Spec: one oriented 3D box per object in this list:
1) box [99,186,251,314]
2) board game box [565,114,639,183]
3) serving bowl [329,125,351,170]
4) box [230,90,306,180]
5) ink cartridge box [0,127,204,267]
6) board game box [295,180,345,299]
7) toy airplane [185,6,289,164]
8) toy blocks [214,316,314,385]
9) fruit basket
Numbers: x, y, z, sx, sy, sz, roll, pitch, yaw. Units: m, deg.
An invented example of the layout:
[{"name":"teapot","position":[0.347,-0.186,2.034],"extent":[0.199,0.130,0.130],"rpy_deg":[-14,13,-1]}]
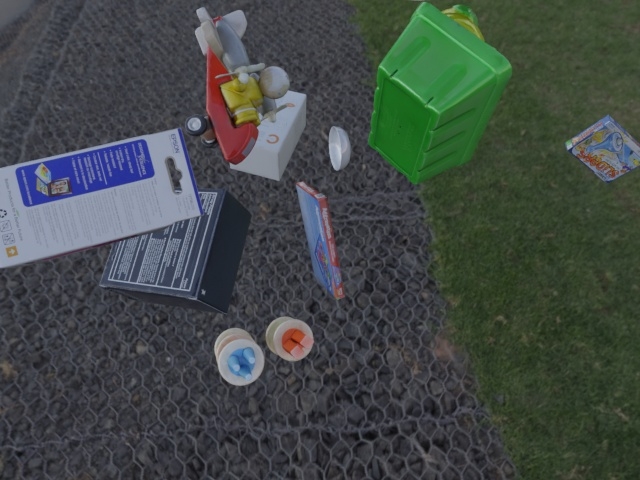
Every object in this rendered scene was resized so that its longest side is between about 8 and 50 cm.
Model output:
[{"name":"box","position":[-0.374,0.023,1.348],"extent":[0.293,0.183,0.297],"rpy_deg":[5,71,20]},{"name":"board game box","position":[0.832,-0.259,1.462],"extent":[0.201,0.136,0.035],"rpy_deg":[28,48,-22]},{"name":"serving bowl","position":[0.040,-0.177,0.965],"extent":[0.027,0.083,0.083],"rpy_deg":[-9,50,-13]},{"name":"box","position":[-0.208,-0.438,2.025],"extent":[0.214,0.168,0.346],"rpy_deg":[15,55,8]},{"name":"ink cartridge box","position":[-0.417,-0.080,0.939],"extent":[0.370,0.069,0.176],"rpy_deg":[-15,88,-7]},{"name":"board game box","position":[0.000,0.000,1.281],"extent":[0.027,0.282,0.145],"rpy_deg":[-20,29,-16]},{"name":"toy airplane","position":[-0.218,-0.454,1.398],"extent":[0.272,0.385,0.386],"rpy_deg":[-1,39,8]},{"name":"toy blocks","position":[-0.062,0.132,0.605],"extent":[0.123,0.148,0.054],"rpy_deg":[-11,90,-15]},{"name":"fruit basket","position":[0.288,-0.364,1.153],"extent":[0.392,0.392,0.283],"rpy_deg":[-36,71,-28]}]
